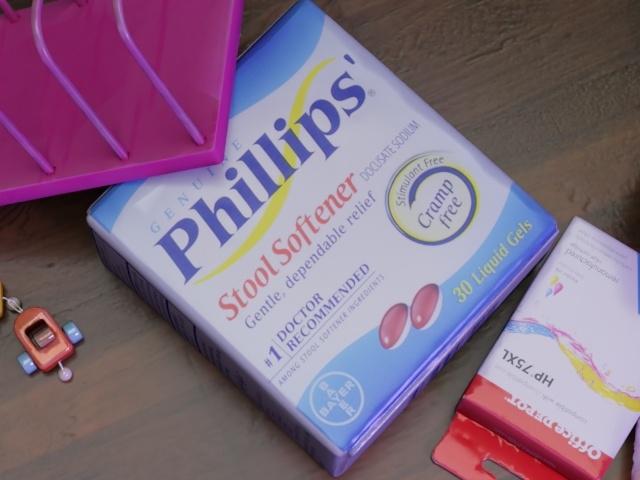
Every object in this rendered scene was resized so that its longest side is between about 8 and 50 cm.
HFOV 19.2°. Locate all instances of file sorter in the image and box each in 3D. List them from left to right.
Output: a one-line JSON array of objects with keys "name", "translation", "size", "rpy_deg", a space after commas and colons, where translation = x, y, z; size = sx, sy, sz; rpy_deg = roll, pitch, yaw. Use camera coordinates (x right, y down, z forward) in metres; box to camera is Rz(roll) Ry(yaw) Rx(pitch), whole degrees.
[{"name": "file sorter", "translation": [-0.235, -0.167, 1.511], "size": [0.290, 0.182, 0.202], "rpy_deg": [-10, 53, 20]}]

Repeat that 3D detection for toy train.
[{"name": "toy train", "translation": [-0.292, 0.090, 1.597], "size": [0.166, 0.046, 0.125], "rpy_deg": [-31, 79, -8]}]

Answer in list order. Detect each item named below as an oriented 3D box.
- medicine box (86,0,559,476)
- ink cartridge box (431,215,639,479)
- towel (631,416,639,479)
[{"name": "medicine box", "translation": [0.000, 0.000, 1.572], "size": [0.289, 0.149, 0.263], "rpy_deg": [42, 79, 8]}, {"name": "ink cartridge box", "translation": [0.206, 0.114, 1.584], "size": [0.134, 0.078, 0.231], "rpy_deg": [31, 79, 6]}, {"name": "towel", "translation": [0.409, 0.315, 1.554], "size": [0.317, 0.053, 0.332], "rpy_deg": [3, 76, -1]}]
